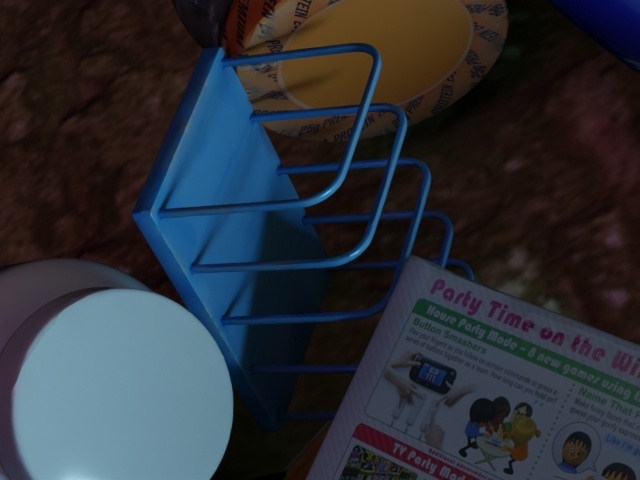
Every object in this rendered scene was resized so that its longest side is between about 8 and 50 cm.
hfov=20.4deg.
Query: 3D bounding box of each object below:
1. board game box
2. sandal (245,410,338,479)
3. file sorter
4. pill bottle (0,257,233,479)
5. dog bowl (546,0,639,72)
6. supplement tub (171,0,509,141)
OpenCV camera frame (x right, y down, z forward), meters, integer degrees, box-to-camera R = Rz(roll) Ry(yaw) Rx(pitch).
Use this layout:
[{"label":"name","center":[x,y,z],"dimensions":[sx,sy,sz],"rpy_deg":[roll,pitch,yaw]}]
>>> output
[{"label":"board game box","center":[0.079,0.186,0.796],"dimensions":[0.224,0.097,0.303],"rpy_deg":[23,85,39]},{"label":"sandal","center":[-0.019,0.153,0.931],"dimensions":[0.102,0.076,0.265],"rpy_deg":[37,93,39]},{"label":"file sorter","center":[0.000,0.000,0.903],"dimensions":[0.104,0.170,0.118],"rpy_deg":[-3,46,25]},{"label":"pill bottle","center":[-0.153,0.088,0.938],"dimensions":[0.272,0.152,0.152],"rpy_deg":[-8,63,61]},{"label":"dog bowl","center":[0.200,-0.210,0.847],"dimensions":[0.265,0.104,0.265],"rpy_deg":[-44,21,22]},{"label":"supplement tub","center":[-0.009,-0.225,1.013],"dimensions":[0.193,0.193,0.316],"rpy_deg":[-28,57,21]}]
